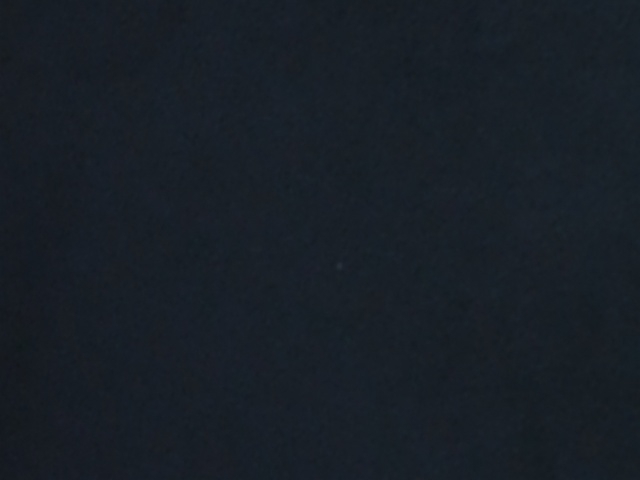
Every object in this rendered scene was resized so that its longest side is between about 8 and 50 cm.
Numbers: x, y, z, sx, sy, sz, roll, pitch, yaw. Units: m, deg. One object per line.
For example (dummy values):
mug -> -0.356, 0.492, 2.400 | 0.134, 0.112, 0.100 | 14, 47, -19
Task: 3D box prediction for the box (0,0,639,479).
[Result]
box -> 0.000, 0.000, 0.640 | 0.480, 0.297, 0.472 | 25, 12, 27
